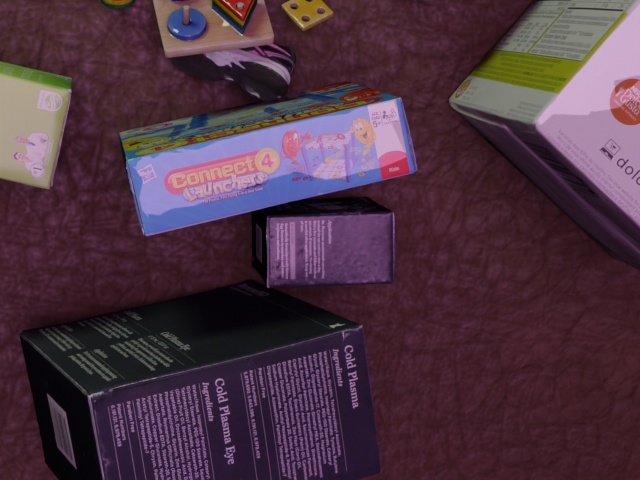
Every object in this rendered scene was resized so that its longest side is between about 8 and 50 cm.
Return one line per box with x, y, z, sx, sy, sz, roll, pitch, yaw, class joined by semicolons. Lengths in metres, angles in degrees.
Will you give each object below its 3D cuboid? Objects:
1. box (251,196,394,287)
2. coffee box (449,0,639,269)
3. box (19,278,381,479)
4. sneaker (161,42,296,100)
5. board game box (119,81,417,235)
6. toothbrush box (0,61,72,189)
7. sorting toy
0.000;0.000;1.688;0.158;0.156;0.093;-2;99;-10;box
0.422;-0.172;1.640;0.337;0.338;0.334;41;90;-14;coffee box
-0.147;0.185;1.567;0.312;0.343;0.179;-13;103;-21;box
-0.112;-0.236;1.679;0.178;0.077;0.072;27;138;1;sneaker
-0.075;-0.104;1.582;0.308;0.302;0.086;-14;102;-8;board game box
-0.436;-0.157;1.557;0.283;0.206;0.122;11;98;-11;toothbrush box
-0.124;-0.293;1.630;0.274;0.046;0.132;-9;58;-10;sorting toy
